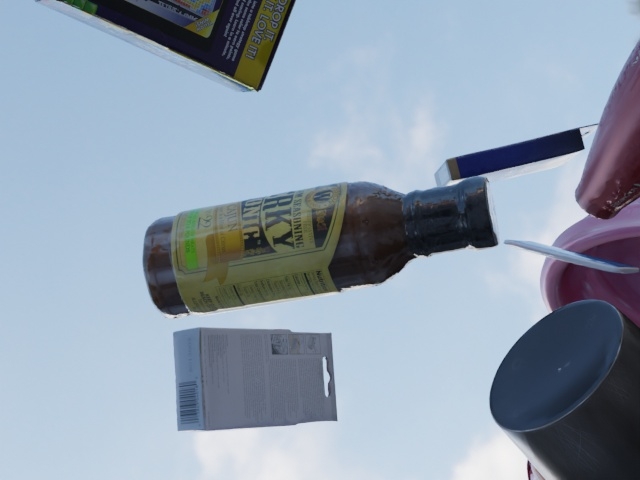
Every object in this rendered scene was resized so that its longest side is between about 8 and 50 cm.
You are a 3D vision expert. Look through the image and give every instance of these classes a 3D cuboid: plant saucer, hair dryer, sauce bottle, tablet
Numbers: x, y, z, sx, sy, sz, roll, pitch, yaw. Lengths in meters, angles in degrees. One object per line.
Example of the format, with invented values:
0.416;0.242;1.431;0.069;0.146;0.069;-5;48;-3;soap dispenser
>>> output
0.381;0.051;1.153;0.332;0.332;0.084;54;-129;-44;plant saucer
0.307;-0.085;0.832;0.223;0.294;0.080;51;-148;-33;hair dryer
0.000;0.000;1.184;0.111;0.345;0.111;-11;-90;-78;sauce bottle
0.172;0.011;0.828;0.054;0.083;0.006;2;-78;-60;tablet

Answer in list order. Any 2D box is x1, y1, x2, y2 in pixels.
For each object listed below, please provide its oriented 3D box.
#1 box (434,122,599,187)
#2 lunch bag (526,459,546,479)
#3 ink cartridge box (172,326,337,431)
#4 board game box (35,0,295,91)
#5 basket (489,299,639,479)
0.277;-0.113;1.678;0.225;0.136;0.036;-15;-95;-2;box
0.380;0.397;1.512;0.120;0.293;0.258;-26;-45;-12;lunch bag
-0.040;0.088;0.765;0.115;0.029;0.062;6;-103;-45;ink cartridge box
-0.074;-0.194;0.729;0.141;0.048;0.170;23;-94;-25;board game box
0.253;0.166;0.951;0.227;0.154;0.204;43;-150;-21;basket
